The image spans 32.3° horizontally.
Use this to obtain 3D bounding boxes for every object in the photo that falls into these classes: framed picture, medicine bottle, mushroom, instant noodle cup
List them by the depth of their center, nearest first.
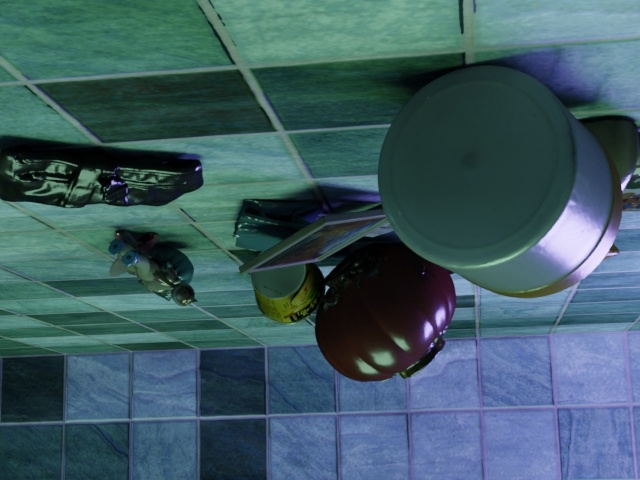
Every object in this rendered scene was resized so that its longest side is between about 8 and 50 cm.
[{"bbox_3d":[0.215,-0.064,1.309,0.238,0.238,0.232,-7,165,27],"label":"medicine bottle"},{"bbox_3d":[0.367,-0.096,1.514,0.141,0.117,0.188,10,172,-1],"label":"mushroom"},{"bbox_3d":[0.000,0.000,1.857,0.184,0.016,0.250,-8,165,-41],"label":"framed picture"},{"bbox_3d":[-0.074,0.081,2.236,0.151,0.151,0.122,-4,156,11],"label":"instant noodle cup"}]

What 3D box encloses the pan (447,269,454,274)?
[{"bbox_3d":[0.331,0.048,2.331,0.212,0.040,0.115,-6,171,-16],"label":"pan"}]

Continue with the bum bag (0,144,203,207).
[{"bbox_3d":[-0.315,-0.083,1.557,0.310,0.074,0.137,3,157,-24],"label":"bum bag"}]

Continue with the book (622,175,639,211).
[{"bbox_3d":[0.546,-0.086,1.749,0.202,0.027,0.264,0,168,-5],"label":"book"}]

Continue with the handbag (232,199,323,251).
[{"bbox_3d":[-0.078,-0.022,1.929,0.144,0.057,0.221,4,168,-7],"label":"handbag"}]

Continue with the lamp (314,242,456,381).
[{"bbox_3d":[0.128,0.143,2.204,0.303,0.257,0.303,-39,-173,5],"label":"lamp"}]

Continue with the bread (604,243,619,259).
[{"bbox_3d":[0.453,0.016,2.100,0.160,0.088,0.233,-5,171,42],"label":"bread"}]

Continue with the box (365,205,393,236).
[{"bbox_3d":[0.102,-0.034,1.926,0.050,0.036,0.117,6,167,-32],"label":"box"}]

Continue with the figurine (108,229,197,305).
[{"bbox_3d":[-0.302,0.052,2.092,0.205,0.103,0.260,21,171,20],"label":"figurine"}]
